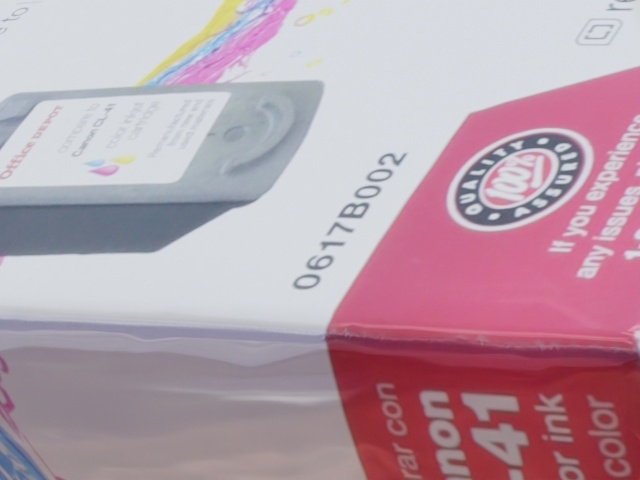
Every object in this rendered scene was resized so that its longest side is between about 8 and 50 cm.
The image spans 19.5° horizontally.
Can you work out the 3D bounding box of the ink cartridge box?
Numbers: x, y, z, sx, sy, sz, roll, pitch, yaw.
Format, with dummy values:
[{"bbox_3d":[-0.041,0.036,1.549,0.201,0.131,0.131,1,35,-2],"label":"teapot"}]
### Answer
[{"bbox_3d":[0.000,0.000,0.504,0.306,0.131,0.226,3,39,32],"label":"ink cartridge box"}]
